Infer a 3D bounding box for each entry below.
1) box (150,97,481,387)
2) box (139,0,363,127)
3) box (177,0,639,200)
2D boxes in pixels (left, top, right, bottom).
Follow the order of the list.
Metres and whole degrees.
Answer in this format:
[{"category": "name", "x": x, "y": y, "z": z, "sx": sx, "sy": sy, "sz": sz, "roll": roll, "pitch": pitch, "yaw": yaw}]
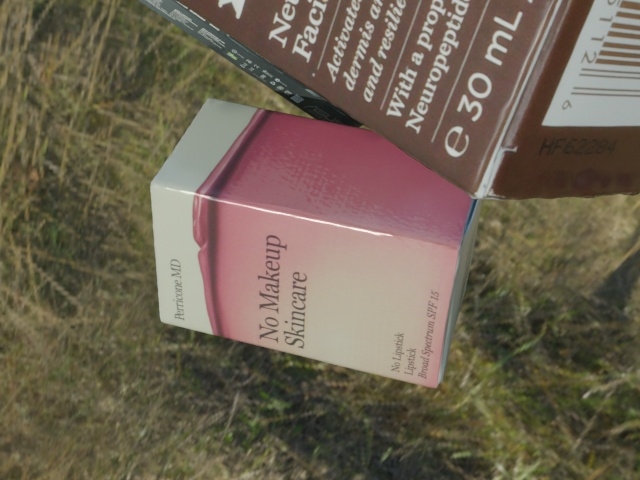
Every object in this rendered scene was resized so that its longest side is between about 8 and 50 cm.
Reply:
[{"category": "box", "x": 0.000, "y": 0.000, "z": 0.847, "sx": 0.232, "sy": 0.148, "sz": 0.127, "roll": 12, "pitch": 41, "yaw": 11}, {"category": "box", "x": -0.009, "y": -0.188, "z": 0.854, "sx": 0.233, "sy": 0.183, "sz": 0.059, "roll": 30, "pitch": 61, "yaw": -26}, {"category": "box", "x": 0.011, "y": -0.191, "z": 0.507, "sx": 0.143, "sy": 0.191, "sz": 0.381, "roll": -5, "pitch": 33, "yaw": -43}]
